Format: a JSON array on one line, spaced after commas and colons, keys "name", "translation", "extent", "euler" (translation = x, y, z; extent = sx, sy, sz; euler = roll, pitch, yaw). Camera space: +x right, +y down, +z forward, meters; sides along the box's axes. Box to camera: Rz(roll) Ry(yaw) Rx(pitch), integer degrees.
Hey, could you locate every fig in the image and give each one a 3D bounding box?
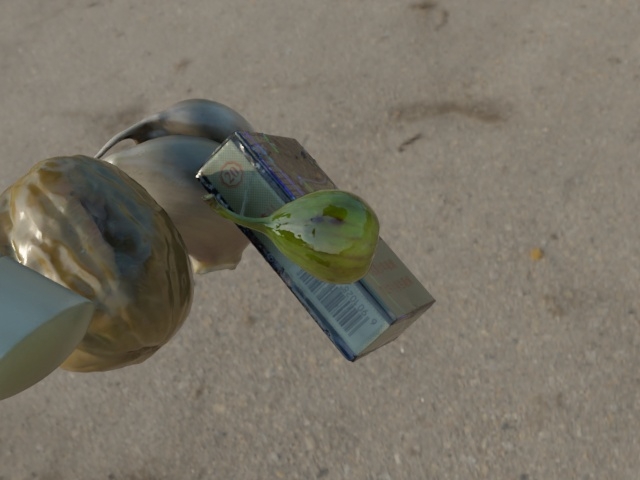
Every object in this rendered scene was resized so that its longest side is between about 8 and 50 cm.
[{"name": "fig", "translation": [-0.021, -0.023, 0.883], "extent": [0.166, 0.093, 0.093], "euler": [27, 50, 5]}]

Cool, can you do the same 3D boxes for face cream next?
[{"name": "face cream", "translation": [-0.357, 0.015, 0.725], "extent": [0.348, 0.081, 0.173], "euler": [29, 19, -6]}]

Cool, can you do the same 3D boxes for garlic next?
[{"name": "garlic", "translation": [-0.216, -0.106, 1.381], "extent": [0.246, 0.340, 0.232], "euler": [-28, 56, 40]}]

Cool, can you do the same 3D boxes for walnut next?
[{"name": "walnut", "translation": [-0.266, 0.026, 1.061], "extent": [0.225, 0.225, 0.261], "euler": [-39, 81, -25]}]

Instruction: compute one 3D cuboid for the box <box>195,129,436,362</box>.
[{"name": "box", "translation": [0.000, 0.000, 1.193], "extent": [0.084, 0.198, 0.310], "euler": [-44, 78, 18]}]
